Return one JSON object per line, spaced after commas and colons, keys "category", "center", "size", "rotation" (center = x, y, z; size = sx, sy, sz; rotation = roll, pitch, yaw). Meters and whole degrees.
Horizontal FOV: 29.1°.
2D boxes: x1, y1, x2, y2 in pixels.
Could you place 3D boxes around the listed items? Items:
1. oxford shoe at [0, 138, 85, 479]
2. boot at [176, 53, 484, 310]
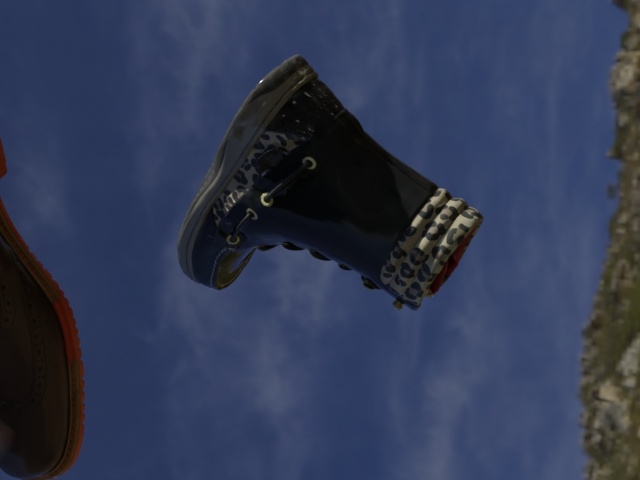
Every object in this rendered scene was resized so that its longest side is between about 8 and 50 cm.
{"category": "oxford shoe", "center": [-0.221, 0.026, 0.724], "size": [0.271, 0.097, 0.098], "rotation": [70, -158, -6]}
{"category": "boot", "center": [-0.001, 0.000, 0.886], "size": [0.179, 0.236, 0.085], "rotation": [38, -131, 8]}
